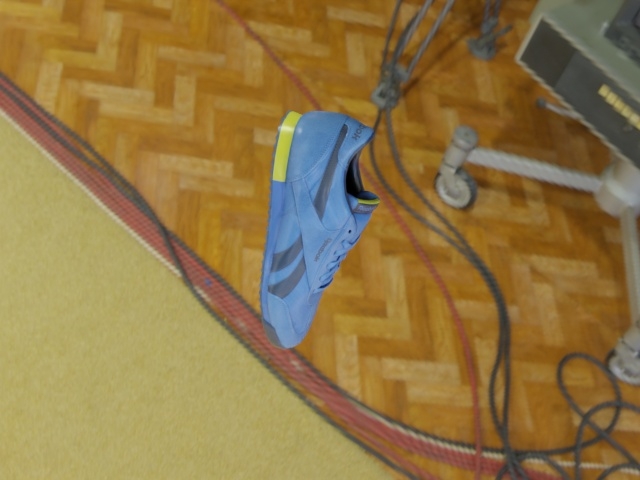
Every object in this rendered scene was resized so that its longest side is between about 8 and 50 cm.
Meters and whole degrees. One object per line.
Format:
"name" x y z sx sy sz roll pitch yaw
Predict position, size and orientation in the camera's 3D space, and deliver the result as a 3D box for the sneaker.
"sneaker" 0.000 0.000 0.760 0.082 0.209 0.069 11 22 10
